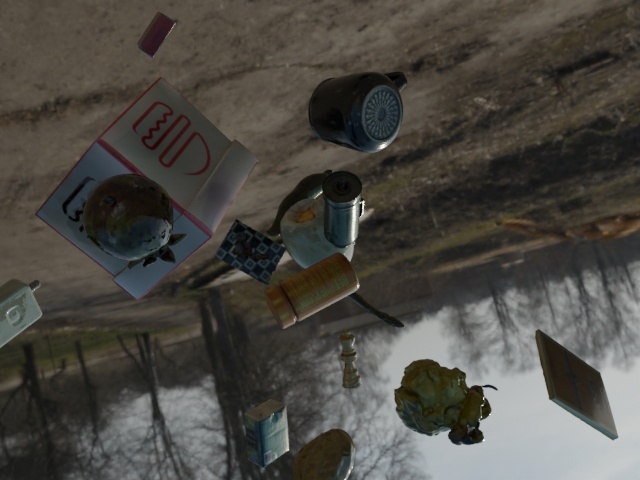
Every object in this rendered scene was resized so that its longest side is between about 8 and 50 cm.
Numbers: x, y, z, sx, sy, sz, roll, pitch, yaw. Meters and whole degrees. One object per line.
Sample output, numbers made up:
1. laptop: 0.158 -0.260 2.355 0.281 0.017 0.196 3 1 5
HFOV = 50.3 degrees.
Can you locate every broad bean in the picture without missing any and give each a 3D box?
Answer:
1. broad bean: -0.063 -0.129 2.112 0.339 0.077 0.061 -49 179 -27

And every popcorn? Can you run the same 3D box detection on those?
1. popcorn: 0.258 0.332 1.431 0.195 0.168 0.173 6 -162 25

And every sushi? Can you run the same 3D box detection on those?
1. sushi: -0.222 0.038 2.179 0.201 0.139 0.031 31 175 -17

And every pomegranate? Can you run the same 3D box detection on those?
1. pomegranate: -0.296 -0.021 1.087 0.148 0.169 0.148 -16 -144 12

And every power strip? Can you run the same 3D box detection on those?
1. power strip: -0.696 0.189 1.374 0.058 0.098 0.338 16 -138 30

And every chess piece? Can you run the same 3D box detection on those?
1. chess piece: 0.081 0.340 1.974 0.060 0.172 0.060 -7 -168 2

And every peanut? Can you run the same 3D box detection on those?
1. peanut: -0.007 0.392 1.101 0.083 0.093 0.194 -3 -133 48

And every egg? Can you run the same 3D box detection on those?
1. egg: 0.000 0.000 1.807 0.183 0.217 0.183 -19 -144 15

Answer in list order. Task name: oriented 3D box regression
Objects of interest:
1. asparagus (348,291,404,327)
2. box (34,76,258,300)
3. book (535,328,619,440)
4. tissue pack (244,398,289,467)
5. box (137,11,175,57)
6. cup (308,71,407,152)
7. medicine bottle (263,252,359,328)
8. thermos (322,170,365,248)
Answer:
1. asparagus: 0.126 0.172 1.852 0.034 0.236 0.027 -60 168 28
2. box: -0.379 -0.117 1.520 0.314 0.300 0.312 -36 -161 36
3. book: 0.548 0.309 1.457 0.241 0.170 0.018 32 130 -29
4. tissue pack: -0.122 0.407 1.460 0.079 0.111 0.085 12 -157 41
5. box: -0.440 -0.553 1.823 0.112 0.048 0.175 -53 -156 8
6. cup: 0.091 -0.294 1.488 0.223 0.169 0.176 -45 -147 -24
7. medicine bottle: -0.019 0.108 1.479 0.192 0.096 0.096 -27 176 -12
8. thermos: 0.041 -0.052 1.313 0.073 0.083 0.188 15 149 10
